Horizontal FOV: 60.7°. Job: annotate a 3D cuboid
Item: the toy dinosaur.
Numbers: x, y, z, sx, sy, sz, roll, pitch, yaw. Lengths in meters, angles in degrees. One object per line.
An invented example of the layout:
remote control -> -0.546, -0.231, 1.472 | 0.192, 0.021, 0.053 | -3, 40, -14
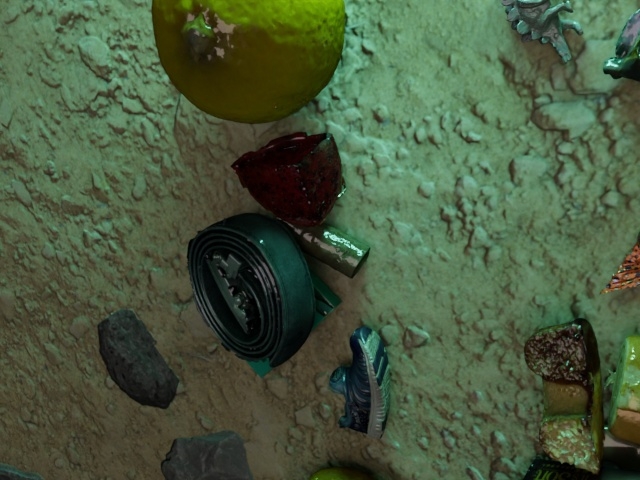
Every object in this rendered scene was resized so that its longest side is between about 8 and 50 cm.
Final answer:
toy dinosaur -> 0.286, -0.334, 0.740 | 0.082, 0.039, 0.209 | -21, 95, 27

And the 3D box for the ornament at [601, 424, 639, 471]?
ornament -> 0.518, 0.338, 0.817 | 0.245, 0.061, 0.230 | 47, 118, 9

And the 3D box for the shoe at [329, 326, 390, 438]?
shoe -> 0.066, 0.249, 0.957 | 0.106, 0.091, 0.207 | 4, 109, 15

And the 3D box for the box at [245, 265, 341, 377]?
box -> -0.091, 0.130, 1.015 | 0.161, 0.042, 0.226 | 45, 115, 4

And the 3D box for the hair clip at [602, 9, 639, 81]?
hair clip -> 0.491, -0.344, 0.648 | 0.359, 0.095, 0.110 | -56, 45, 16

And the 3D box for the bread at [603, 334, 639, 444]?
bread -> 0.446, 0.209, 0.771 | 0.073, 0.122, 0.149 | 11, 81, 24

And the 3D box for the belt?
belt -> -0.110, 0.085, 0.921 | 0.206, 0.116, 0.268 | -13, 100, 38

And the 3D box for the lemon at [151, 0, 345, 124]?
lemon -> -0.099, -0.301, 0.777 | 0.292, 0.293, 0.293 | 6, 106, 20

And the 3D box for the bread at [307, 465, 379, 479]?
bread -> 0.046, 0.555, 1.023 | 0.268, 0.145, 0.269 | 7, 111, 19

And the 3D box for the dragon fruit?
dragon fruit -> -0.049, -0.103, 0.909 | 0.161, 0.120, 0.127 | 6, 120, 31

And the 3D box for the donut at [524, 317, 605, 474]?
donut -> 0.363, 0.216, 0.808 | 0.085, 0.141, 0.217 | -7, 93, 33

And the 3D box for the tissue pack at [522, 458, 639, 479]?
tissue pack -> 0.429, 0.443, 0.727 | 0.198, 0.210, 0.370 | 51, 147, -8

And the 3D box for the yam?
yam -> 0.000, 0.000, 0.931 | 0.169, 0.068, 0.068 | 29, 113, 11

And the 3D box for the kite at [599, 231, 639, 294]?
kite -> 0.504, 0.009, 0.763 | 0.125, 0.008, 0.222 | 26, 112, 13
